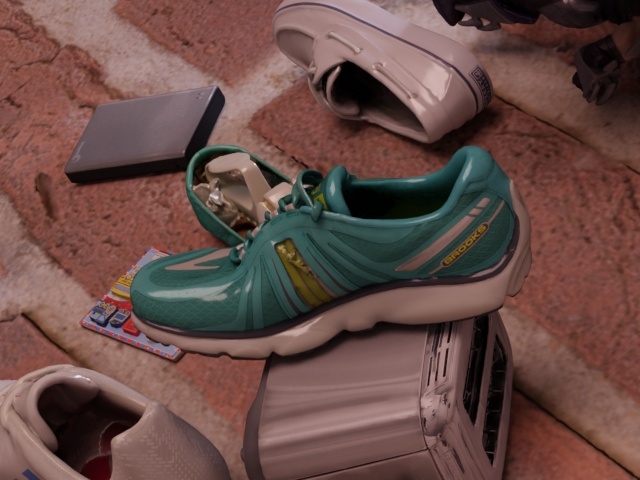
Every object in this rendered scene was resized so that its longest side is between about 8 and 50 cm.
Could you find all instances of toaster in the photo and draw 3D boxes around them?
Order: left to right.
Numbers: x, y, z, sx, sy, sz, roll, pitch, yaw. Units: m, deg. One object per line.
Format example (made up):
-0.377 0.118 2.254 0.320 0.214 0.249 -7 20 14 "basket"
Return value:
0.045 0.104 1.326 0.146 0.129 0.227 -10 36 20 "toaster"

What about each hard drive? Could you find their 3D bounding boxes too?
-0.162 -0.097 1.792 0.135 0.022 0.094 -7 43 30 "hard drive"

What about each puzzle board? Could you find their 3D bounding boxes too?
-0.131 0.049 1.610 0.128 0.011 0.096 16 57 45 "puzzle board"

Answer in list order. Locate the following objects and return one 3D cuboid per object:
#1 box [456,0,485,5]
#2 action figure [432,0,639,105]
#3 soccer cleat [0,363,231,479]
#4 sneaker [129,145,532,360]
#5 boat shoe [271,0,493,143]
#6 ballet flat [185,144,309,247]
0.351 -0.417 1.416 0.480 0.297 0.472 -8 22 40 "box"
0.231 -0.199 1.581 0.285 0.099 0.185 18 51 41 "action figure"
-0.201 0.136 1.444 0.331 0.143 0.116 8 51 41 "soccer cleat"
0.000 0.000 1.284 0.275 0.110 0.107 -14 33 12 "sneaker"
0.030 -0.147 1.656 0.084 0.095 0.258 -42 36 -21 "boat shoe"
-0.037 -0.017 1.556 0.083 0.087 0.247 -42 38 -15 "ballet flat"
